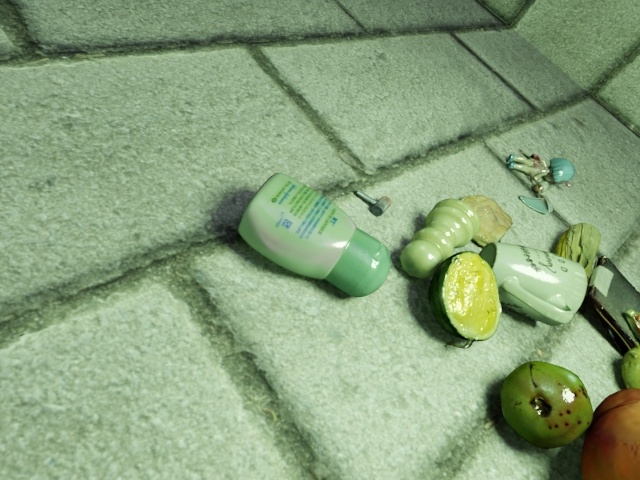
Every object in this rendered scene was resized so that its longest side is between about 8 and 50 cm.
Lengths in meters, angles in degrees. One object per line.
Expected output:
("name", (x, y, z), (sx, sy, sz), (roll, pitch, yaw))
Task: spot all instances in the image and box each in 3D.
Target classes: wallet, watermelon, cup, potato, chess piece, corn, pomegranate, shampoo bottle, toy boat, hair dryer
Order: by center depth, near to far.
("pomegranate", (0.492, 0.368, 0.918), (0.180, 0.210, 0.179), (-6, 55, 8))
("shampoo bottle", (0.000, 0.000, 0.949), (0.350, 0.151, 0.221), (31, 43, -1))
("watermelon", (0.342, 0.146, 1.013), (0.204, 0.127, 0.231), (11, 76, -30))
("cup", (0.545, 0.118, 1.079), (0.234, 0.186, 0.258), (20, 23, -3))
("chess piece", (0.309, 0.007, 1.112), (0.144, 0.144, 0.251), (43, 56, 9))
("potato", (0.936, 0.380, 1.120), (0.249, 0.169, 0.143), (19, 8, -15))
("toy boat", (0.947, 0.266, 1.171), (0.185, 0.089, 0.071), (42, 7, -14))
("hair dryer", (0.144, -0.120, 1.186), (0.114, 0.037, 0.063), (34, 46, 10))
("wallet", (0.907, 0.205, 1.256), (0.262, 0.071, 0.221), (52, 53, -5))
("corn", (0.826, 0.050, 1.322), (0.122, 0.123, 0.305), (41, 50, 5))
("toy boat", (0.783, -0.136, 1.507), (0.123, 0.034, 0.096), (2, 55, -14))

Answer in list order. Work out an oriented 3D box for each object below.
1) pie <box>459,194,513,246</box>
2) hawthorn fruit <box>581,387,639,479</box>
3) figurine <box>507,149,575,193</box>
("pie", (0.519, -0.071, 1.312), (0.185, 0.052, 0.218), (47, 52, 10))
("hawthorn fruit", (0.747, 0.492, 0.753), (0.473, 0.471, 0.471), (13, 52, -17))
("figurine", (0.857, -0.269, 1.587), (0.261, 0.102, 0.205), (14, 49, -3))
